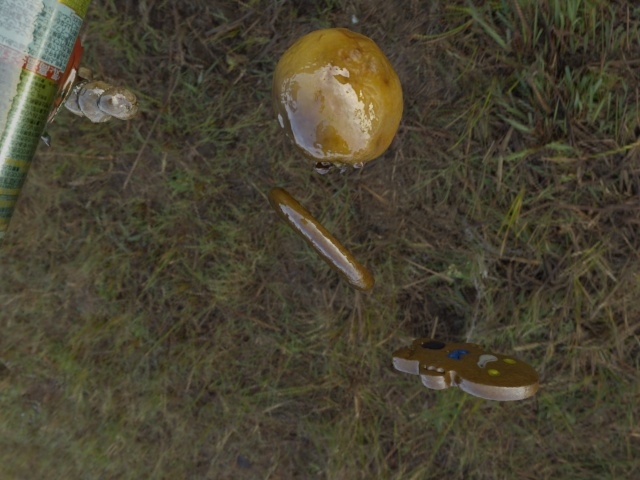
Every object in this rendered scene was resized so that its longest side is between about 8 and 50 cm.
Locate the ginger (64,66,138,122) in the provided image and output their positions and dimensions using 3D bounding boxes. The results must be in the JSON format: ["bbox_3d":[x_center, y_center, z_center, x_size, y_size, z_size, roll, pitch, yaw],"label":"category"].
[{"bbox_3d":[-0.466,-0.298,1.181,0.204,0.080,0.105,24,102,29],"label":"ginger"}]

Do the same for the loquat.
[{"bbox_3d":[0.030,-0.234,0.927,0.193,0.238,0.239,-5,120,44],"label":"loquat"}]

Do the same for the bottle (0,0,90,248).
[{"bbox_3d":[-0.248,-0.067,0.399,0.082,0.082,0.286,23,95,12],"label":"bottle"}]

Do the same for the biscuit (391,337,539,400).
[{"bbox_3d":[0.241,0.207,0.937,0.236,0.179,0.039,10,104,36],"label":"biscuit"}]

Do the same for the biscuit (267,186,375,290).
[{"bbox_3d":[0.000,0.000,0.810,0.212,0.212,0.036,44,90,-6],"label":"biscuit"}]

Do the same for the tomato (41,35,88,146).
[{"bbox_3d":[-0.449,-0.237,0.768,0.224,0.256,0.255,38,133,-19],"label":"tomato"}]
